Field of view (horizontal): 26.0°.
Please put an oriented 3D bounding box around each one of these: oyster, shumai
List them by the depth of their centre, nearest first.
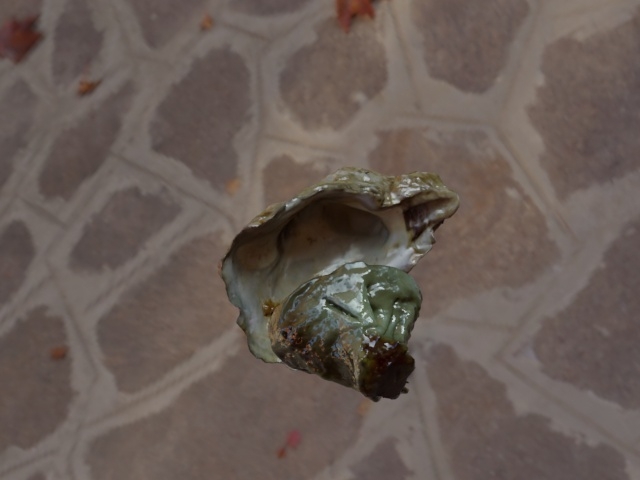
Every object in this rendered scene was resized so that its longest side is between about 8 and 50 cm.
[{"bbox_3d":[0.027,0.082,1.060,0.123,0.099,0.087,-23,44,5],"label":"shumai"},{"bbox_3d":[0.010,0.007,1.205,0.232,0.161,0.107,-33,34,-26],"label":"oyster"}]
